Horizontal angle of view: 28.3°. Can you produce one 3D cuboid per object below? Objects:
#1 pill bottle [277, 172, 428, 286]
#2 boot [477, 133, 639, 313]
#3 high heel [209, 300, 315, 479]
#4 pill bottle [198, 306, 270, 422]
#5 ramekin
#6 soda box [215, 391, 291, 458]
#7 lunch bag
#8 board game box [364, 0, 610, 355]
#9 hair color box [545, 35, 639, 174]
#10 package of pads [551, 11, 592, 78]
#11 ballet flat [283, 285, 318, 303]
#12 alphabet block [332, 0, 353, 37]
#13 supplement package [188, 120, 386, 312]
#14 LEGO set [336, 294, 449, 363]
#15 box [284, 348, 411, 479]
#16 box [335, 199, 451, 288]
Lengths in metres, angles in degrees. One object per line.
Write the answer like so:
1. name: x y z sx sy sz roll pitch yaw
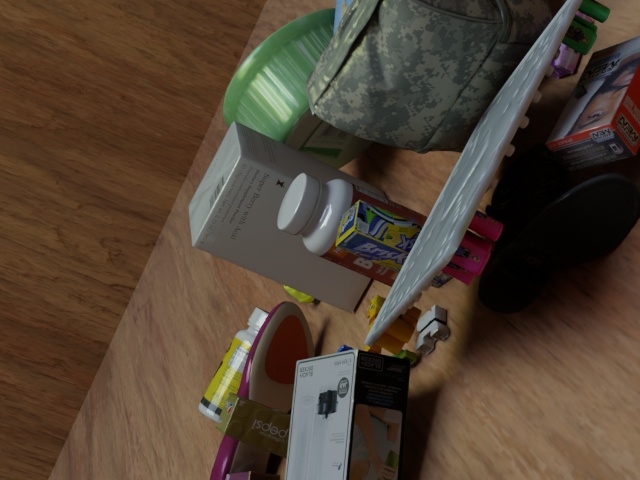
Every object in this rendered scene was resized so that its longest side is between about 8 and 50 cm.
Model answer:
1. pill bottle: 0.051 -0.018 1.898 0.121 0.216 0.121 -56 21 34
2. boot: 0.274 -0.054 1.518 0.263 0.091 0.229 -43 21 38
3. high heel: -0.119 0.289 2.152 0.181 0.127 0.377 -17 54 57
4. pill bottle: -0.118 0.232 2.238 0.208 0.119 0.119 -62 17 -3
5. ramekin: -0.005 -0.244 2.226 0.148 0.303 0.303 52 127 24
6. soda box: -0.062 0.289 1.905 0.061 0.181 0.058 -68 17 -5
7. lunch bag: 0.141 -0.279 1.785 0.305 0.256 0.212 -55 48 45
8. board game box: 0.198 -0.070 1.552 0.390 0.050 0.390 -61 0 -22
9. hair color box: 0.328 -0.156 1.422 0.093 0.053 0.167 -17 34 47
10. package of pads: 0.329 -0.261 1.695 0.083 0.032 0.050 -70 15 -9
11. ballet flat: 0.000 0.000 2.258 0.231 0.077 0.077 -67 17 0
12. alphabet block: 0.152 -0.400 2.113 0.193 0.197 0.192 -51 23 40
13. supplement package: -0.046 -0.039 2.080 0.177 0.293 0.175 -61 18 17
14. LEGO set: 0.089 0.140 1.810 0.227 0.087 0.093 -48 26 43
15. box: 0.029 0.299 1.671 0.169 0.087 0.289 -21 59 58
16. box: 0.110 0.006 1.775 0.059 0.169 0.054 -42 30 52
